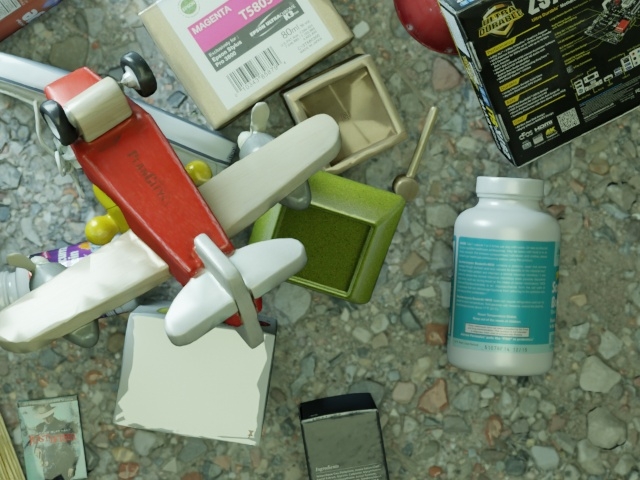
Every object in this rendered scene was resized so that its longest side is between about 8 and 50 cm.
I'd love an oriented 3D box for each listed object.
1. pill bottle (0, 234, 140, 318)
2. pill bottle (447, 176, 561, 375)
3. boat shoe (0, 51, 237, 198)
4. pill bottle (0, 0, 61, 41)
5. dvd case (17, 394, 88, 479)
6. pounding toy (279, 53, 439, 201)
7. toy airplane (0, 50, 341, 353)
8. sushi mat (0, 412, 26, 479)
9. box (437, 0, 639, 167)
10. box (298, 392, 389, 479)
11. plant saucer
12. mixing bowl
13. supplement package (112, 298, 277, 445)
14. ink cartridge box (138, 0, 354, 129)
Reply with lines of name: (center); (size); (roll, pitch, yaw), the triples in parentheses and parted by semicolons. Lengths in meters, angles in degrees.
pill bottle: (-0.353, 0.064, 1.876); (0.193, 0.108, 0.108); (-13, 93, -1)
pill bottle: (0.252, 0.046, 1.870); (0.146, 0.146, 0.264); (3, 93, -1)
boat shoe: (-0.309, -0.132, 1.867); (0.367, 0.136, 0.156); (22, 95, -12)
pill bottle: (-0.439, -0.337, 1.849); (0.216, 0.121, 0.121); (-33, 93, 3)
dvd case: (-0.378, 0.281, 1.933); (0.087, 0.013, 0.119); (-6, 92, -1)
pounding toy: (0.071, -0.150, 1.889); (0.181, 0.094, 0.206); (-27, 102, -5)
toy airplane: (-0.184, -0.015, 1.710); (0.386, 0.272, 0.384); (9, 67, -1)
sushi mat: (-0.503, 0.307, 1.926); (0.151, 0.019, 0.316); (-20, 93, 2)
box: (0.352, -0.279, 1.840); (0.322, 0.079, 0.257); (-28, 119, 0)
box: (0.038, 0.324, 1.875); (0.108, 0.153, 0.207); (-9, 93, -1)
plant saucer: (0.000, 0.000, 1.868); (0.188, 0.045, 0.188); (17, 122, -2)
mixing bowl: (0.191, -0.348, 1.875); (0.181, 0.098, 0.181); (0, 93, 0)
supplement package: (-0.162, 0.171, 1.838); (0.194, 0.203, 0.149); (9, 93, -2)
ink cartridge box: (-0.101, -0.291, 1.877); (0.235, 0.088, 0.193); (-35, 94, 1)
